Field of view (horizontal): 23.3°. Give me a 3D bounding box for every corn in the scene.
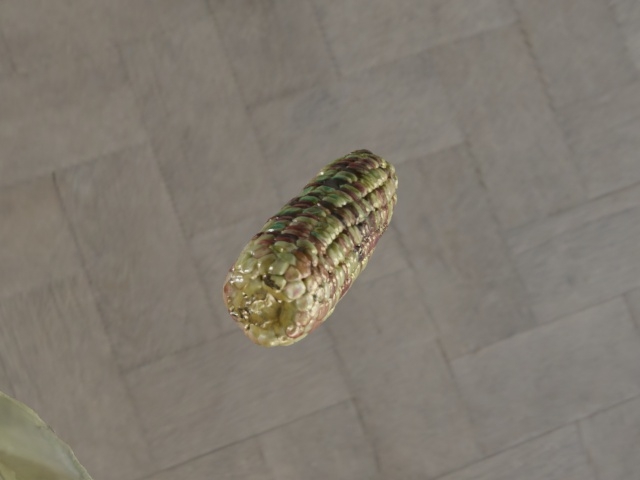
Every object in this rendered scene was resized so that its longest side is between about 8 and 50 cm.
[{"bbox_3d":[0.000,0.000,1.255,0.086,0.086,0.253,40,34,-1],"label":"corn"}]

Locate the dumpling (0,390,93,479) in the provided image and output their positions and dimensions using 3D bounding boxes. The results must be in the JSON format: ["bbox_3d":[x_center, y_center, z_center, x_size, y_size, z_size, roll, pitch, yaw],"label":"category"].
[{"bbox_3d":[-0.291,0.168,0.960,0.260,0.341,0.181,-47,131,-50],"label":"dumpling"}]
